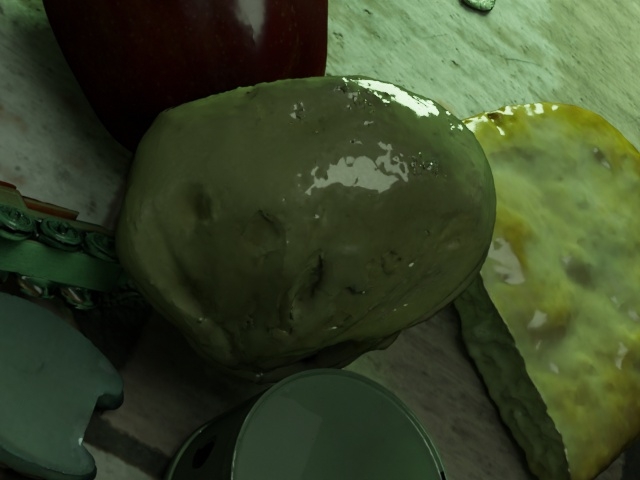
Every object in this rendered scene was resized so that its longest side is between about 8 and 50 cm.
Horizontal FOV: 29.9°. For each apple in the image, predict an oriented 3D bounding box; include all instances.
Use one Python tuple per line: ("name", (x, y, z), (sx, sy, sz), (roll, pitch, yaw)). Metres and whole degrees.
("apple", (-0.128, -0.243, 1.169), (0.288, 0.288, 0.317), (-5, 77, -39))

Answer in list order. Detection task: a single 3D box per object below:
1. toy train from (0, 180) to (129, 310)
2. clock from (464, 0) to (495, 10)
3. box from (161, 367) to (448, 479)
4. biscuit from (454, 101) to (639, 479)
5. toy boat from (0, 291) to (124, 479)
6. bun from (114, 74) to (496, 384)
("toy train", (-0.253, -0.005, 1.060), (0.175, 0.074, 0.118), (15, 25, -41))
("clock", (0.212, -0.354, 1.661), (0.074, 0.010, 0.083), (9, 60, -33))
("box", (-0.016, 0.242, 1.053), (0.226, 0.149, 0.226), (17, 58, -29))
("biscuit", (0.298, 0.026, 1.450), (0.446, 0.104, 0.429), (-28, 85, -40))
("toy boat", (-0.263, 0.121, 1.005), (0.207, 0.078, 0.134), (37, 54, -29))
("bun", (0.000, 0.000, 1.075), (0.362, 0.326, 0.235), (26, 47, -54))
